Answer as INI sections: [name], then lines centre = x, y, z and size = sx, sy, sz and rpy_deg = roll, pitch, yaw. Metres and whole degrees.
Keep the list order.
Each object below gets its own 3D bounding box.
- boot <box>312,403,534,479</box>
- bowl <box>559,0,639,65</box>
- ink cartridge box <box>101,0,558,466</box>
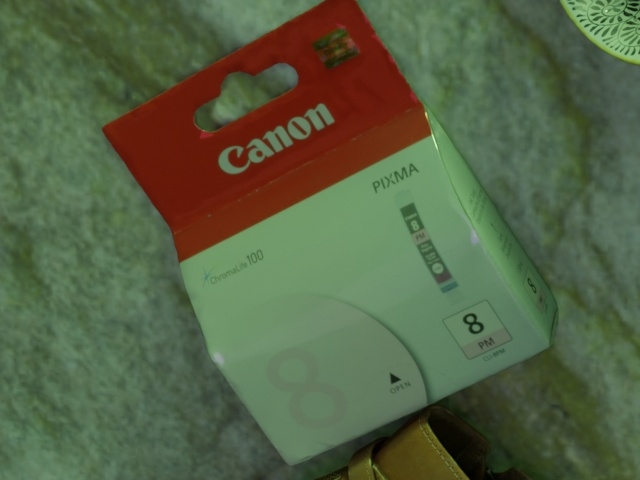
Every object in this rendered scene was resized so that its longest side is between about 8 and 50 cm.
[boot]
centre = 0.091, 0.247, 1.240
size = 0.283, 0.109, 0.220
rpy_deg = 44, 114, -3
[bowl]
centre = 0.190, -0.175, 0.984
size = 0.170, 0.080, 0.170
rpy_deg = 20, 114, 53
[ink cartridge box]
centre = 0.000, 0.000, 1.150
size = 0.189, 0.066, 0.232
rpy_deg = -27, 112, 24
